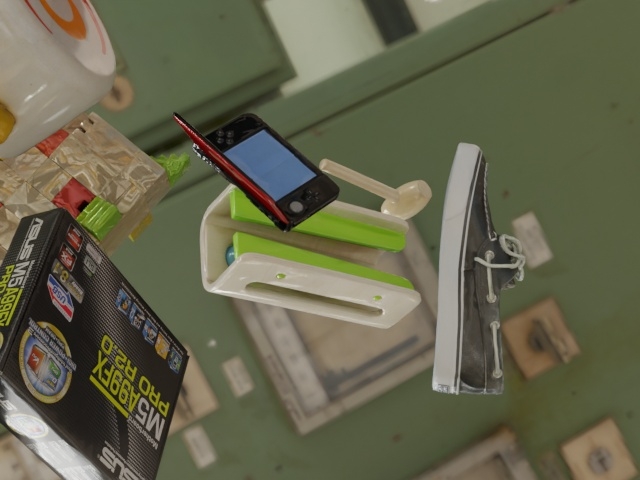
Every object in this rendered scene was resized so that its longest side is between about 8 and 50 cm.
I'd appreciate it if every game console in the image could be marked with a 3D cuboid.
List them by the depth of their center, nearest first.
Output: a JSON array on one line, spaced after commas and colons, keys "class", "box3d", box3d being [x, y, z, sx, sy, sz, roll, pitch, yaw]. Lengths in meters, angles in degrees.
[{"class": "game console", "box3d": [-0.061, -0.086, 1.173, 0.144, 0.124, 0.085, 42, 145, 20]}]

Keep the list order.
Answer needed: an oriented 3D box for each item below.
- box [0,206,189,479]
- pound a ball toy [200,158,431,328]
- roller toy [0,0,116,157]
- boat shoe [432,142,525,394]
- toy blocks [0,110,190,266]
[{"class": "box", "box3d": [-0.250, 0.133, 1.243, 0.270, 0.060, 0.216, 57, -149, -39]}, {"class": "pound a ball toy", "box3d": [0.000, 0.000, 1.569, 0.136, 0.319, 0.208, -43, 44, 44]}, {"class": "roller toy", "box3d": [-0.295, -0.177, 1.073, 0.209, 0.146, 0.191, 61, -165, 12]}, {"class": "boat shoe", "box3d": [0.197, 0.036, 1.429, 0.113, 0.105, 0.306, 52, -138, -79]}, {"class": "toy blocks", "box3d": [-0.418, -0.065, 1.743, 0.261, 0.381, 0.191, 38, 167, 7]}]
